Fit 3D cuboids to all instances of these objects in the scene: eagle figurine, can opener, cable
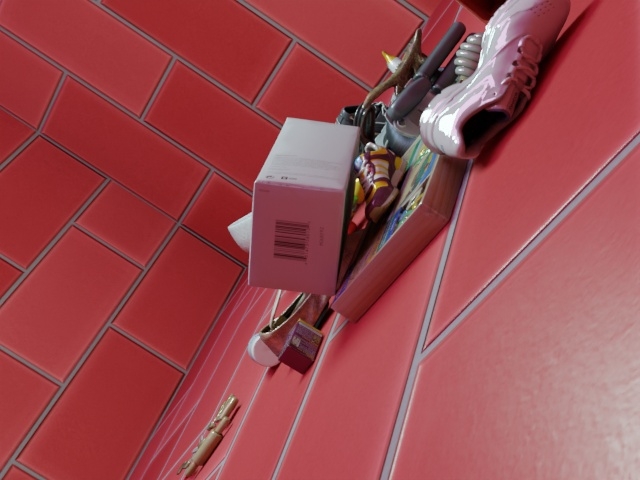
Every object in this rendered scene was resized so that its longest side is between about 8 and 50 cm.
[{"bbox_3d":[0.209,-0.313,1.980,0.226,0.225,0.298,-15,-20,12],"label":"eagle figurine"},{"bbox_3d":[0.214,-0.300,1.765,0.280,0.074,0.093,-54,2,-28],"label":"can opener"},{"bbox_3d":[0.115,-0.196,2.082,0.139,0.072,0.287,-47,-21,-34],"label":"cable"}]

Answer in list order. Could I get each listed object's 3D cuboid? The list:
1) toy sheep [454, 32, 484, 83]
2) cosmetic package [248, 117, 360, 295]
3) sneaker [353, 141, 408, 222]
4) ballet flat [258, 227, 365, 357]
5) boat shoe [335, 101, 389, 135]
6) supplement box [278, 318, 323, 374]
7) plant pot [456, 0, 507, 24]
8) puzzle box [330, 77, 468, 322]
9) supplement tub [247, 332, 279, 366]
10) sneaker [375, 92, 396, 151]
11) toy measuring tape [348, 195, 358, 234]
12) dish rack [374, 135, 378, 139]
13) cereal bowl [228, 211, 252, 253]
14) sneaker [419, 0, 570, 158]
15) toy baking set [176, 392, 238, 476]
[{"bbox_3d":[0.285,-0.330,1.728,0.091,0.091,0.132,-105,31,-82],"label":"toy sheep"},{"bbox_3d":[-0.023,-0.071,1.687,0.365,0.155,0.197,-73,-11,-65],"label":"cosmetic package"},{"bbox_3d":[0.087,-0.099,1.601,0.069,0.084,0.185,-53,7,32],"label":"sneaker"},{"bbox_3d":[-0.011,0.082,1.807,0.316,0.106,0.107,-56,7,2],"label":"ballet flat"},{"bbox_3d":[0.137,-0.293,2.268,0.065,0.206,0.075,102,153,-45],"label":"boat shoe"},{"bbox_3d":[-0.034,0.188,1.693,0.043,0.055,0.083,-54,6,33],"label":"supplement box"},{"bbox_3d":[0.376,-0.675,2.099,0.267,0.267,0.236,-53,-5,32],"label":"plant pot"},{"bbox_3d":[0.154,-0.075,1.599,0.272,0.052,0.409,-52,8,38],"label":"puzzle box"},{"bbox_3d":[-0.115,0.230,2.025,0.071,0.071,0.107,-58,6,-9],"label":"supplement tub"},{"bbox_3d":[0.201,-0.279,2.196,0.228,0.086,0.132,-67,12,-3],"label":"sneaker"},{"bbox_3d":[0.000,0.000,2.162,0.121,0.121,0.330,-62,0,-40],"label":"toy measuring tape"},{"bbox_3d":[0.030,-0.211,2.393,0.285,0.072,0.333,-30,6,-34],"label":"dish rack"},{"bbox_3d":[-0.056,-0.054,2.429,0.339,0.141,0.339,-29,5,3],"label":"cereal bowl"},{"bbox_3d":[0.272,-0.234,1.390,0.297,0.111,0.129,-56,26,10],"label":"sneaker"},{"bbox_3d":[-0.254,0.454,2.170,0.256,0.030,0.197,-56,3,5],"label":"toy baking set"}]
